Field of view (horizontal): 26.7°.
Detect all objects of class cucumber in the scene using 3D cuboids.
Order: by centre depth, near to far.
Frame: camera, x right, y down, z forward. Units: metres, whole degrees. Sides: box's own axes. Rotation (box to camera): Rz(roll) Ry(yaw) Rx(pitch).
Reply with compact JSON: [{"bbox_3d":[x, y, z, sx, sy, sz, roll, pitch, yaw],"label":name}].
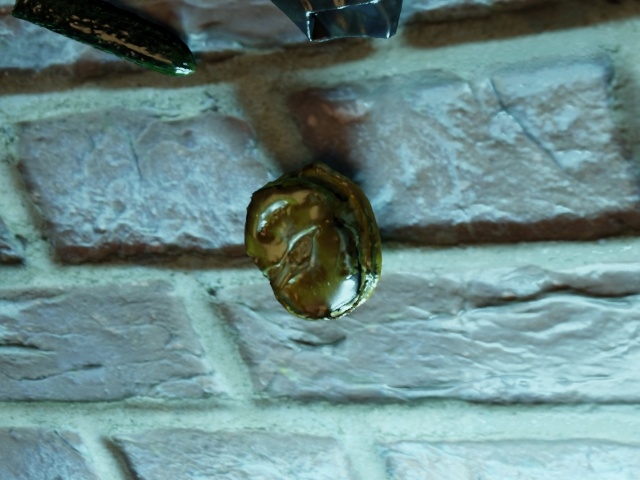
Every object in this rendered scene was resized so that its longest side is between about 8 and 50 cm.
[{"bbox_3d":[-0.230,-0.225,1.441,0.214,0.052,0.058,24,152,8],"label":"cucumber"}]

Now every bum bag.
[{"bbox_3d":[0.040,-0.312,1.219,0.137,0.074,0.310,30,128,19],"label":"bum bag"}]

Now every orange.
[{"bbox_3d":[0.000,0.000,1.456,0.160,0.112,0.170,11,96,26],"label":"orange"}]
